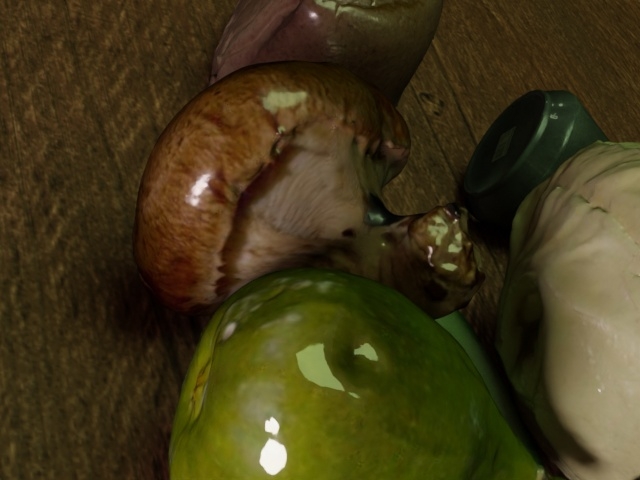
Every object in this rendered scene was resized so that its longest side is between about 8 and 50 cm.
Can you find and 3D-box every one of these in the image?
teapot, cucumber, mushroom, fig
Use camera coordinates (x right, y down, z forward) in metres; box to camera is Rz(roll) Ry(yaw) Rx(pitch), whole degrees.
[{"bbox_3d":[0.286,-0.038,1.397,0.225,0.171,0.203,33,66,-15],"label":"teapot"},{"bbox_3d":[0.103,0.127,1.109,0.115,0.063,0.244,7,43,-25],"label":"cucumber"},{"bbox_3d":[-0.031,-0.021,1.001,0.267,0.267,0.255,13,33,-29],"label":"mushroom"},{"bbox_3d":[0.030,0.165,0.884,0.314,0.233,0.233,46,32,-15],"label":"fig"}]

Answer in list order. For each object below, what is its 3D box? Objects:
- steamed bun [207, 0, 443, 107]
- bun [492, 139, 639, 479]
[{"bbox_3d":[0.025,-0.221,1.321,0.199,0.251,0.301,37,36,-17],"label":"steamed bun"},{"bbox_3d":[0.262,0.071,1.084,0.202,0.364,0.364,4,43,-15],"label":"bun"}]
